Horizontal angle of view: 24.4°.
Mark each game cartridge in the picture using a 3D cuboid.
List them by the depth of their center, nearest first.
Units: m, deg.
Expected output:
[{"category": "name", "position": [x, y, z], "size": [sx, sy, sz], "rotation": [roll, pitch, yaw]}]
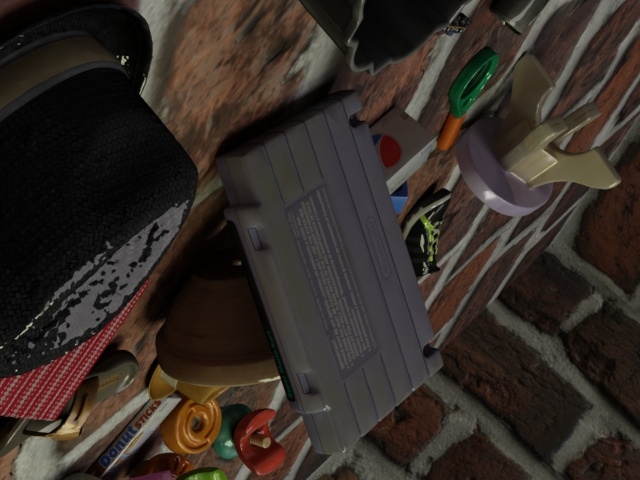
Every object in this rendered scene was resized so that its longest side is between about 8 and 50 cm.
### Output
[{"category": "game cartridge", "position": [0.012, 0.033, 1.652], "size": [0.068, 0.355, 0.230], "rotation": [-4, -160, 43]}]

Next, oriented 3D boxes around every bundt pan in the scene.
[{"category": "bundt pan", "position": [0.092, -0.308, 1.280], "size": [0.331, 0.124, 0.331], "rotation": [-45, 166, -14]}]

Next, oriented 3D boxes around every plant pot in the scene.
[{"category": "plant pot", "position": [-0.084, 0.074, 1.750], "size": [0.237, 0.237, 0.109], "rotation": [-33, 120, -50]}]

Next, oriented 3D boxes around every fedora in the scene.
[{"category": "fedora", "position": [-0.208, -0.012, 1.098], "size": [0.334, 0.152, 0.334], "rotation": [-45, 167, -13]}, {"category": "fedora", "position": [-0.145, 0.158, 1.982], "size": [0.194, 0.079, 0.194], "rotation": [-46, 167, -14]}]

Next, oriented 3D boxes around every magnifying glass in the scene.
[{"category": "magnifying glass", "position": [0.213, -0.208, 2.219], "size": [0.092, 0.026, 0.231], "rotation": [-42, 164, -28]}]

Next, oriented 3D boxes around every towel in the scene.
[{"category": "towel", "position": [-0.260, 0.090, 1.475], "size": [0.199, 0.031, 0.275], "rotation": [-55, 169, -4]}]

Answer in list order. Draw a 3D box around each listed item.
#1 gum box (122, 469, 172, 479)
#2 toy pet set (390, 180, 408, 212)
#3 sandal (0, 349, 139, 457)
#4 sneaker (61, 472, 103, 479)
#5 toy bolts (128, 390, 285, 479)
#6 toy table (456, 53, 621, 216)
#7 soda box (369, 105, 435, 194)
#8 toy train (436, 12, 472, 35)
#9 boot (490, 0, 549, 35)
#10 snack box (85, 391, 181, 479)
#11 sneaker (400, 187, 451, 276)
[{"category": "gum box", "position": [-0.282, 0.394, 2.109], "size": [0.107, 0.062, 0.188], "rotation": [-7, 155, -33]}, {"category": "toy pet set", "position": [0.095, -0.058, 2.166], "size": [0.122, 0.065, 0.114], "rotation": [-41, 166, -31]}, {"category": "sandal", "position": [-0.277, 0.191, 1.669], "size": [0.219, 0.060, 0.090], "rotation": [-23, 152, -51]}, {"category": "sneaker", "position": [-0.372, 0.416, 1.886], "size": [0.127, 0.126, 0.321], "rotation": [-60, 165, 23]}, {"category": "toy bolts", "position": [-0.189, 0.294, 2.234], "size": [0.229, 0.158, 0.218], "rotation": [-24, 114, -40]}, {"category": "toy table", "position": [0.350, -0.154, 2.389], "size": [0.161, 0.252, 0.274], "rotation": [-37, -175, 30]}, {"category": "soda box", "position": [0.051, -0.080, 1.937], "size": [0.216, 0.074, 0.069], "rotation": [-42, 166, -25]}, {"category": "toy train", "position": [0.151, -0.268, 1.814], "size": [0.036, 0.027, 0.158], "rotation": [-49, 167, 20]}, {"category": "boot", "position": [0.308, -0.374, 1.956], "size": [0.208, 0.076, 0.190], "rotation": [-42, 166, 5]}, {"category": "snack box", "position": [-0.267, 0.282, 2.070], "size": [0.178, 0.022, 0.064], "rotation": [-49, 168, 3]}, {"category": "sneaker", "position": [0.182, 0.010, 2.585], "size": [0.084, 0.097, 0.234], "rotation": [-33, 160, -51]}]
